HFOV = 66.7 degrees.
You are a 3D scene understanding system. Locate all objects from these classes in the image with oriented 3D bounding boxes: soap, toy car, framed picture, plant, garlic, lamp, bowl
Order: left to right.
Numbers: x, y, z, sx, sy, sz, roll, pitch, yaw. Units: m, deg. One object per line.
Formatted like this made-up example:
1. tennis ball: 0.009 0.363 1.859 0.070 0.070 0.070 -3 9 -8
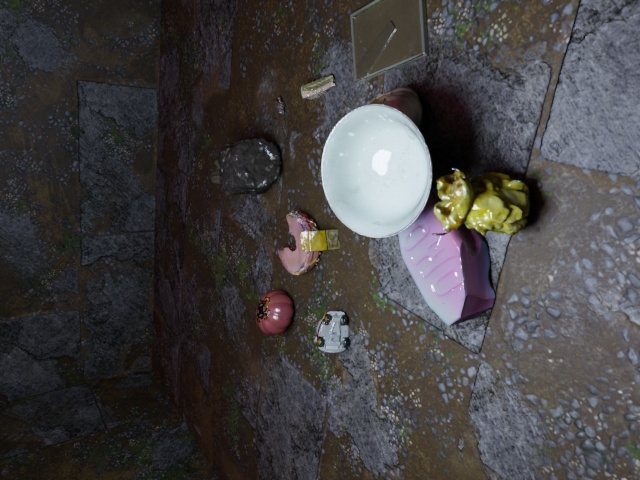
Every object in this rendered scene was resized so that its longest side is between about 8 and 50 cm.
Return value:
1. plant: -0.306 -0.281 1.946 0.312 0.215 0.213 -15 79 55
2. lamp: -0.175 0.285 1.920 0.182 0.140 0.182 -26 56 46
3. toy car: 0.033 0.303 1.665 0.112 0.112 0.139 -169 86 -69
4. framed picture: 0.187 -0.590 1.386 0.289 0.020 0.211 0 94 54
5. bowl: 0.165 -0.170 1.198 0.313 0.146 0.314 10 106 39
6. garlic: 0.209 -0.284 1.313 0.199 0.199 0.226 -5 120 54
7. soap: 0.312 0.040 1.227 0.193 0.109 0.324 -50 56 45

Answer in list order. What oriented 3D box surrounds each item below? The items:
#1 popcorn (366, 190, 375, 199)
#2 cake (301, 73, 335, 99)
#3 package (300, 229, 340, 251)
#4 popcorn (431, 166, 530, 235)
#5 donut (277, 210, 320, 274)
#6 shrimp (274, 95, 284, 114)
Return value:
1. popcorn: 0.174 -0.137 1.374 0.140 0.163 0.194 -61 13 14
2. cake: 0.002 -0.519 1.650 0.140 0.055 0.051 -9 86 37
3. package: 0.000 0.000 1.634 0.047 0.131 0.071 1 93 59
4. popcorn: 0.357 -0.076 1.072 0.168 0.195 0.174 55 131 46
5. donut: -0.070 0.019 1.771 0.199 0.085 0.233 50 132 39
6. shrimp: -0.156 -0.523 1.862 0.038 0.029 0.092 -58 46 41
